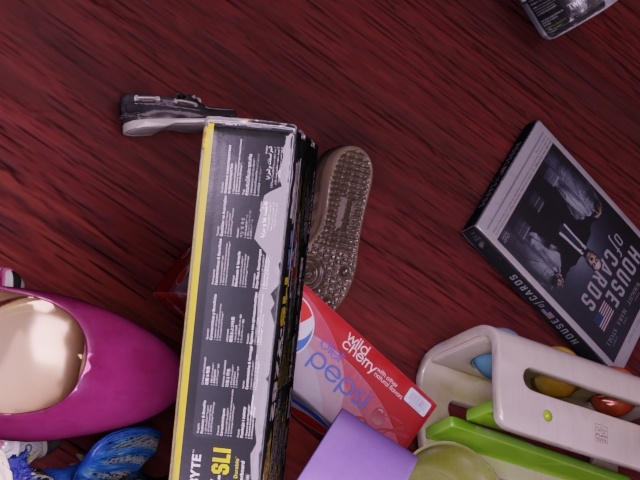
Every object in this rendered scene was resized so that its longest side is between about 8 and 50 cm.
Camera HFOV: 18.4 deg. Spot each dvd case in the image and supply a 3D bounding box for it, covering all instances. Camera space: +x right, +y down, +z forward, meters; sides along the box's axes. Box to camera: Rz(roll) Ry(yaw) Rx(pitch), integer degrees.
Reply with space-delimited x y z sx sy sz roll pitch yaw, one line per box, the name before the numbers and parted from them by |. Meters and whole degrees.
dvd case | 0.271 0.011 2.141 0.239 0.029 0.179 45 51 -15

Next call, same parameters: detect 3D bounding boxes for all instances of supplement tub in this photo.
supplement tub | 0.250 -0.330 2.202 0.117 0.117 0.190 -37 97 -42

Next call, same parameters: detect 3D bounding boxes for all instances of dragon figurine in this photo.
dragon figurine | -0.171 0.204 1.627 0.289 0.144 0.085 -6 77 -40

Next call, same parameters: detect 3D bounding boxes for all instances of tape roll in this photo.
tape roll | 0.001 0.243 1.685 0.080 0.189 0.189 32 52 2

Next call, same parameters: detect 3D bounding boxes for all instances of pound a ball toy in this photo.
pound a ball toy | 0.281 0.163 1.968 0.319 0.208 0.136 18 59 -32

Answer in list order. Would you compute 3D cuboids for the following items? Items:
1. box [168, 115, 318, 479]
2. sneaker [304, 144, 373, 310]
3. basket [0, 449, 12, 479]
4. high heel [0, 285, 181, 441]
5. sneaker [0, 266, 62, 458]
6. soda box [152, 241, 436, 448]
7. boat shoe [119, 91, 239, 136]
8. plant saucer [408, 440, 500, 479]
box | -0.060 0.068 1.604 0.079 0.257 0.322 6 91 5
sneaker | 0.000 0.000 1.907 0.066 0.071 0.188 24 81 -21
basket | -0.344 0.341 1.312 0.266 0.328 0.331 -10 78 -43
high heel | -0.268 0.082 1.516 0.377 0.181 0.127 6 79 -20
sneaker | -0.250 0.108 1.659 0.074 0.063 0.170 4 75 -38
soda box | -0.023 0.100 1.813 0.263 0.092 0.083 44 72 -18
boat shoe | -0.132 -0.121 1.858 0.125 0.046 0.038 -5 81 -32
plant saucer | 0.111 0.310 1.856 0.241 0.037 0.241 13 73 -49
